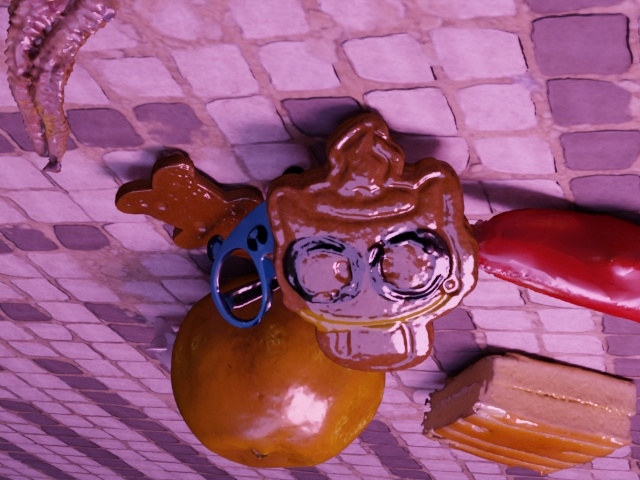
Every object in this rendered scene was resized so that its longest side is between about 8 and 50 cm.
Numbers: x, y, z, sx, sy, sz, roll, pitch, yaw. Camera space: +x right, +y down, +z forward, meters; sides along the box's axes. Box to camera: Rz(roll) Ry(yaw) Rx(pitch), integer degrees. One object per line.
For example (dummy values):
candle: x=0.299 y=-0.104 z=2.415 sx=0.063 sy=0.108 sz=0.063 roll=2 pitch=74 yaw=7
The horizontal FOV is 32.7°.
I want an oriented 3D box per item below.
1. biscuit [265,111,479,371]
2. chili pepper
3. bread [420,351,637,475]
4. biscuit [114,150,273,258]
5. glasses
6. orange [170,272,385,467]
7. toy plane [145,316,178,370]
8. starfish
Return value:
biscuit: x=0.053 y=0.012 z=1.089 sx=0.209 sy=0.041 sz=0.290 roll=-4 pitch=118 yaw=7
chili pepper: x=0.322 y=0.036 z=1.149 sx=0.388 sy=0.110 sz=0.110 roll=17 pitch=154 yaw=-13
bread: x=0.297 y=0.260 z=1.616 sx=0.246 sy=0.111 sz=0.239 roll=16 pitch=153 yaw=-13
biscuit: x=-0.126 y=-0.032 z=1.240 sx=0.205 sy=0.031 sz=0.138 roll=28 pitch=137 yaw=-34
glasses: x=0.003 y=0.030 z=1.218 sx=0.207 sy=0.102 sz=0.239 roll=20 pitch=138 yaw=-29
orange: x=-0.057 y=0.174 z=1.412 sx=0.279 sy=0.235 sz=0.279 roll=8 pitch=146 yaw=5
toy plane: x=-0.172 y=0.151 z=1.592 sx=0.174 sy=0.080 sz=0.174 roll=1 pitch=171 yaw=0
starfish: x=-0.170 y=-0.211 z=0.761 sx=0.398 sy=0.132 sz=0.384 roll=-11 pitch=153 yaw=28
